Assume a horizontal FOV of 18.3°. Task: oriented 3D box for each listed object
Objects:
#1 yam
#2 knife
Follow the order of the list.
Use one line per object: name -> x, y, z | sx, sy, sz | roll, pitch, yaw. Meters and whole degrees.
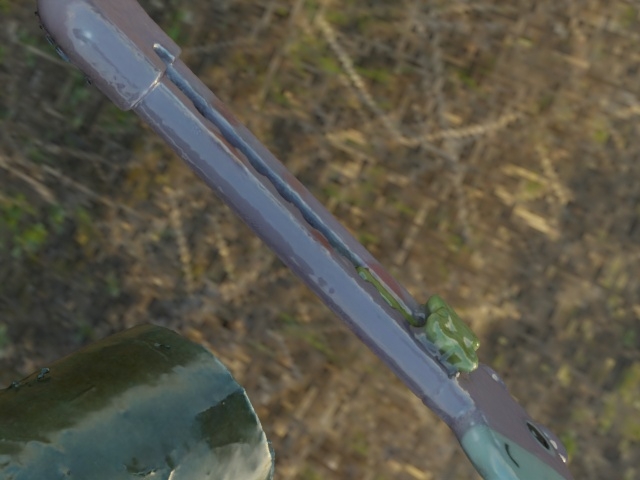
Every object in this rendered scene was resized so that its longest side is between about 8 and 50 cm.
yam -> -0.143, 0.122, 0.805 | 0.259, 0.106, 0.106 | -30, 127, -37
knife -> 0.000, -0.001, 0.999 | 0.398, 0.132, 0.038 | 44, 104, -8
